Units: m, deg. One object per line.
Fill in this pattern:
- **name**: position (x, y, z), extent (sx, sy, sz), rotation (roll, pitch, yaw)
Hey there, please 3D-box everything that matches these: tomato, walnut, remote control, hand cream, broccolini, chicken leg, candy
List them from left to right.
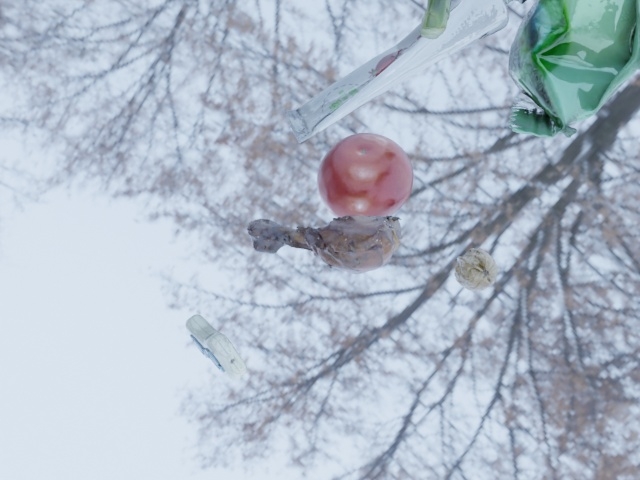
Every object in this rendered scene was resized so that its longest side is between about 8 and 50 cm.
- **remote control**: position (-0.146, 0.147, 1.295), extent (0.122, 0.032, 0.074), rotation (25, 148, 58)
- **chicken leg**: position (0.000, 0.000, 1.507), extent (0.304, 0.093, 0.113), rotation (5, -169, 42)
- **tomato**: position (0.087, -0.124, 1.817), extent (0.195, 0.136, 0.195), rotation (-1, -136, 1)
- **hand cream**: position (0.103, -0.228, 1.158), extent (0.076, 0.336, 0.121), rotation (56, -178, -22)
- **broccolini**: position (0.110, -0.284, 0.805), extent (0.067, 0.058, 0.216), rotation (12, -101, -17)
- **walnut**: position (0.291, 0.055, 1.760), extent (0.082, 0.079, 0.096), rotation (38, 178, -14)
- **candy**: position (0.371, -0.345, 1.294), extent (0.172, 0.398, 0.263), rotation (13, -165, 5)
